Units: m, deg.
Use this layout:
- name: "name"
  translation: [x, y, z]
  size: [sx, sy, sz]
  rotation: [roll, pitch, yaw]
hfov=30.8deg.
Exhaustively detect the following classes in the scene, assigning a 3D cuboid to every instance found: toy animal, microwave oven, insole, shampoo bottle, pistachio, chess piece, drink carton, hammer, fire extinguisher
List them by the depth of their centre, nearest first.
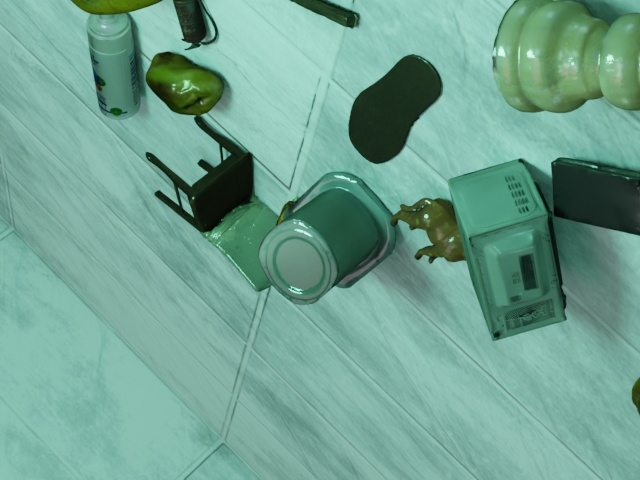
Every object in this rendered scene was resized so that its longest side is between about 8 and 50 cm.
- name: "chess piece"
  translation: [0.335, -0.203, 1.314]
  size: [0.260, 0.143, 0.143]
  rotation: [14, 139, 45]
- name: "microwave oven"
  translation: [0.272, 0.014, 1.666]
  size: [0.162, 0.122, 0.208]
  rotation: [-103, -5, -51]
- name: "hammer"
  translation: [-0.057, -0.387, 1.797]
  size: [0.297, 0.027, 0.125]
  rotation: [33, 155, 31]
- name: "insole"
  translation: [0.109, -0.203, 1.814]
  size: [0.111, 0.007, 0.328]
  rotation: [47, 155, 1]
- name: "toy animal"
  translation: [0.234, 0.020, 1.860]
  size: [0.229, 0.066, 0.224]
  rotation: [-11, 117, 56]
- name: "drink carton"
  translation: [0.000, 0.000, 1.995]
  size: [0.191, 0.189, 0.185]
  rotation: [-39, 85, 33]
- name: "fire extinguisher"
  translation: [-0.223, -0.394, 2.039]
  size: [0.078, 0.045, 0.157]
  rotation: [10, 139, 21]
- name: "pistachio"
  translation: [-0.261, -0.287, 2.178]
  size: [0.189, 0.100, 0.110]
  rotation: [27, 144, 36]
- name: "shampoo bottle"
  translation: [-0.415, -0.367, 2.323]
  size: [0.092, 0.092, 0.303]
  rotation: [40, 154, 19]

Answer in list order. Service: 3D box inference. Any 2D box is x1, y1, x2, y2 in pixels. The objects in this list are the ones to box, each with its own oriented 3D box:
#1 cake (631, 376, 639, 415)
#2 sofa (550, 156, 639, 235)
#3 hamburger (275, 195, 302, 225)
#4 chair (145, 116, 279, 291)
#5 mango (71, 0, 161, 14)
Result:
- name: "cake"
  translation: [0.511, 0.241, 1.600]
  size: [0.207, 0.178, 0.185]
  rotation: [44, 155, 17]
- name: "sofa"
  translation: [0.379, -0.065, 1.530]
  size: [0.147, 0.060, 0.085]
  rotation: [17, 123, 48]
- name: "hamburger"
  translation: [-0.003, -0.011, 2.168]
  size: [0.166, 0.087, 0.137]
  rotation: [44, 154, 7]
- name: "chair"
  translation: [-0.182, -0.072, 2.292]
  size: [0.319, 0.160, 0.186]
  rotation: [40, 155, 23]
- name: "mango"
  translation: [-0.303, -0.474, 1.922]
  size: [0.329, 0.176, 0.177]
  rotation: [-1, 129, 37]
